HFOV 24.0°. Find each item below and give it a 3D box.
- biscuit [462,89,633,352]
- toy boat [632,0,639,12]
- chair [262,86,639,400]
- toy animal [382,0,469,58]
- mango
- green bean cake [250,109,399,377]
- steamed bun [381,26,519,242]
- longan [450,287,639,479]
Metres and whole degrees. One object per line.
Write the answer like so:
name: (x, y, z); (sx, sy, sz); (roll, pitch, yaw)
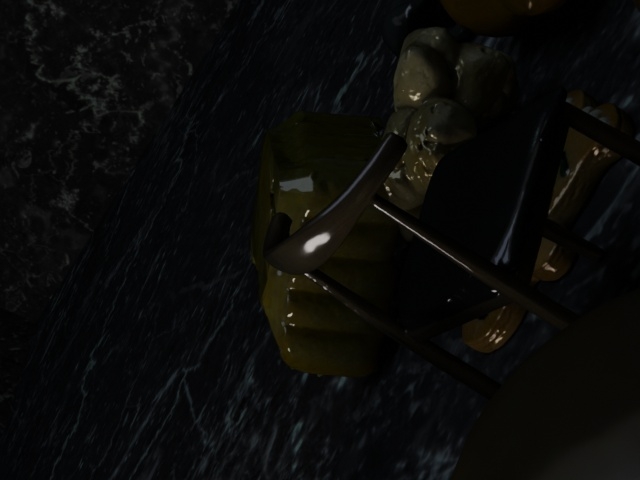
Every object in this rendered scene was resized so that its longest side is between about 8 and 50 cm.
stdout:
biscuit: (0.179, -0.017, 1.267); (0.240, 0.035, 0.158); (-63, 14, 2)
toy boat: (0.284, -0.176, 1.015); (0.445, 0.136, 0.162); (-106, 31, -66)
chair: (0.112, -0.006, 1.031); (0.188, 0.272, 0.166); (-31, 37, 61)
toy animal: (0.136, -0.309, 1.754); (0.137, 0.082, 0.269); (-46, 25, 45)
mango: (0.196, -0.268, 1.471); (0.157, 0.109, 0.262); (-52, 22, 5)
green bean cake: (0.000, 0.000, 1.528); (0.236, 0.124, 0.233); (-108, 24, -68)
steamed bun: (0.124, -0.102, 1.380); (0.192, 0.106, 0.177); (70, -152, -50)
longan: (0.181, 0.154, 0.492); (0.319, 0.319, 0.319); (-55, 18, 28)
